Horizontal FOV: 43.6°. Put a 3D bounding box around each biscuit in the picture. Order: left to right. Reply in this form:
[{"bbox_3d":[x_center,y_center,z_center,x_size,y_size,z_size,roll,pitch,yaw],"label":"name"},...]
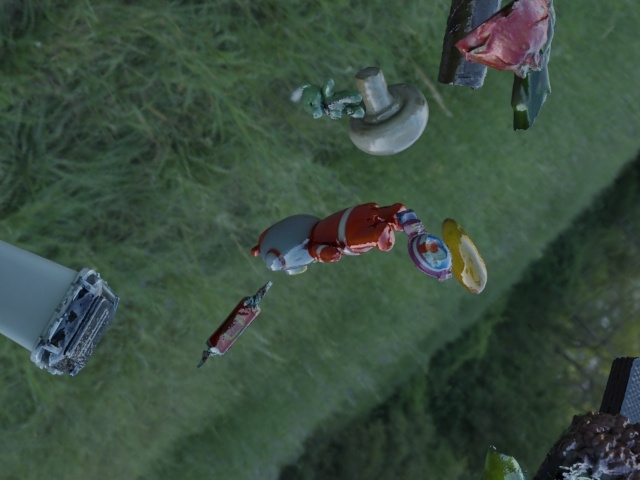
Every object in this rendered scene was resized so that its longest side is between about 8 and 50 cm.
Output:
[{"bbox_3d":[0.668,0.447,1.780,0.073,0.107,0.388,-24,-141,64],"label":"biscuit"}]

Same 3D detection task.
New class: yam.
[{"bbox_3d":[0.363,-0.505,1.913,0.131,0.131,0.279,-9,114,-46],"label":"yam"}]

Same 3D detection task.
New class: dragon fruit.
[{"bbox_3d":[0.284,-0.287,1.152,0.153,0.111,0.153,-40,-175,4],"label":"dragon fruit"}]

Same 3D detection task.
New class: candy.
[{"bbox_3d":[-0.214,0.211,1.983,0.292,0.059,0.086,-50,180,14],"label":"candy"}]

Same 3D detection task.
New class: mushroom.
[{"bbox_3d":[0.167,-0.314,1.952,0.206,0.206,0.209,-27,147,-21],"label":"mushroom"}]

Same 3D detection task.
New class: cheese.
[{"bbox_3d":[0.183,0.007,1.403,0.095,0.145,0.038,-17,158,-39],"label":"cheese"}]

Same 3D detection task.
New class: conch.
[{"bbox_3d":[0.259,0.418,1.191,0.079,0.095,0.200,36,77,-88],"label":"conch"}]

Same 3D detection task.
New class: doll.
[{"bbox_3d":[0.000,0.000,1.508,0.337,0.105,0.199,-10,-155,33],"label":"doll"},{"bbox_3d":[0.023,-0.309,1.792,0.115,0.151,0.077,69,35,-48],"label":"doll"}]

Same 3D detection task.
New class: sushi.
[{"bbox_3d":[0.527,0.463,1.504,0.171,0.236,0.270,-21,138,-39],"label":"sushi"}]

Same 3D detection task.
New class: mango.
[{"bbox_3d":[0.322,0.039,1.785,0.075,0.190,0.098,-23,-160,3],"label":"mango"}]

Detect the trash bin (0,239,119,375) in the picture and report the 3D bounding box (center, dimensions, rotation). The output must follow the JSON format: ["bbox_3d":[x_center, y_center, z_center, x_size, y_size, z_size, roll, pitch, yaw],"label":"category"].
[{"bbox_3d":[-0.698,0.134,1.889,0.255,0.368,0.296,-62,175,-14],"label":"trash bin"}]

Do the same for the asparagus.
[{"bbox_3d":[0.359,-0.330,1.351,0.080,0.080,0.287,-21,116,-32],"label":"asparagus"}]
